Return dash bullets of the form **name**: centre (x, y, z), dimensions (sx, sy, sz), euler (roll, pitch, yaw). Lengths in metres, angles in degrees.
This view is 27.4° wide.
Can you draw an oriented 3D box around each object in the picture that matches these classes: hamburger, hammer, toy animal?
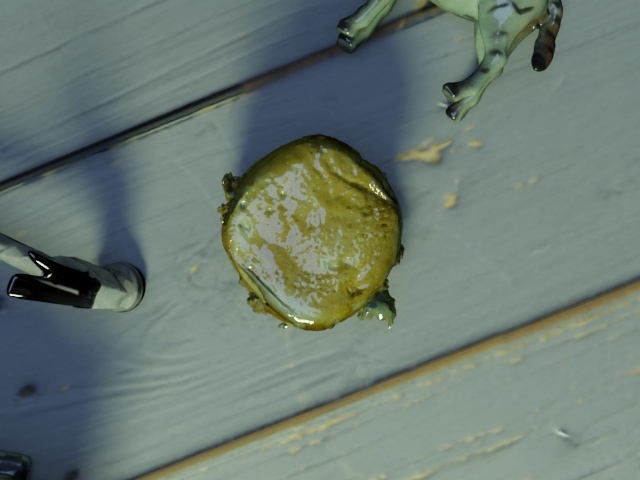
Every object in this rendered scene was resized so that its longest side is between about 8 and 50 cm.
- **hamburger**: centre (0.000, 0.000, 1.085), dimensions (0.159, 0.131, 0.185), euler (-42, 92, -7)
- **hammer**: centre (-0.355, -0.033, 1.131), dimensions (0.427, 0.152, 0.044), euler (24, 94, 16)
- **toy animal**: centre (0.081, -0.220, 1.105), dimensions (0.170, 0.090, 0.255), euler (-39, 88, -1)

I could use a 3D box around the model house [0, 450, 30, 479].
- **model house**: centre (-0.302, 0.287, 1.050), dimensions (0.198, 0.215, 0.224), euler (9, 89, -34)
